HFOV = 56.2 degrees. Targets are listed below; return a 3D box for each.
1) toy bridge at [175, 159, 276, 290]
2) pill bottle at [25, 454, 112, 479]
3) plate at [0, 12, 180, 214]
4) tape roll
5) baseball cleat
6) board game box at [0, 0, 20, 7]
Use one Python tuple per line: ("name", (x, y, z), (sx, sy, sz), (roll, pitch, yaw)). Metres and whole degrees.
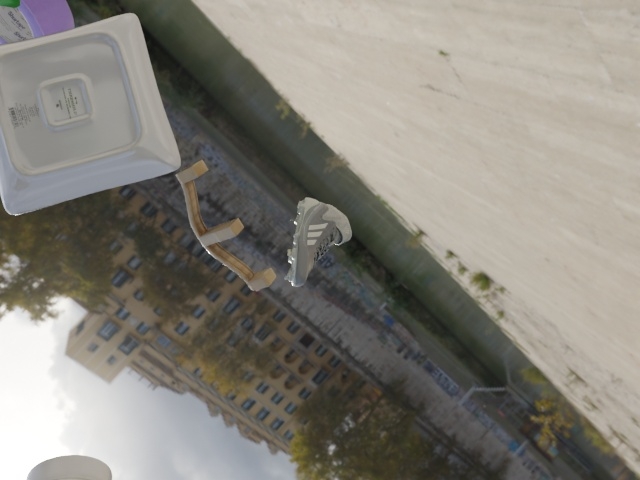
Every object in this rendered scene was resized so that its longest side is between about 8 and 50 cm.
("toy bridge", (-0.128, -0.010, 0.767), (0.188, 0.063, 0.026), (60, -143, -19))
("pill bottle", (-0.497, 0.615, 1.137), (0.204, 0.204, 0.361), (44, -162, -38))
("plate", (-0.389, -0.207, 0.931), (0.045, 0.278, 0.277), (124, 129, -81))
("tape roll", (-0.580, -0.445, 1.158), (0.189, 0.080, 0.189), (22, 144, 17))
("baseball cleat", (0.000, 0.000, 1.027), (0.109, 0.072, 0.206), (11, -134, -5))
("board game box", (-0.431, -0.395, 0.711), (0.259, 0.124, 0.039), (123, 144, -52))
